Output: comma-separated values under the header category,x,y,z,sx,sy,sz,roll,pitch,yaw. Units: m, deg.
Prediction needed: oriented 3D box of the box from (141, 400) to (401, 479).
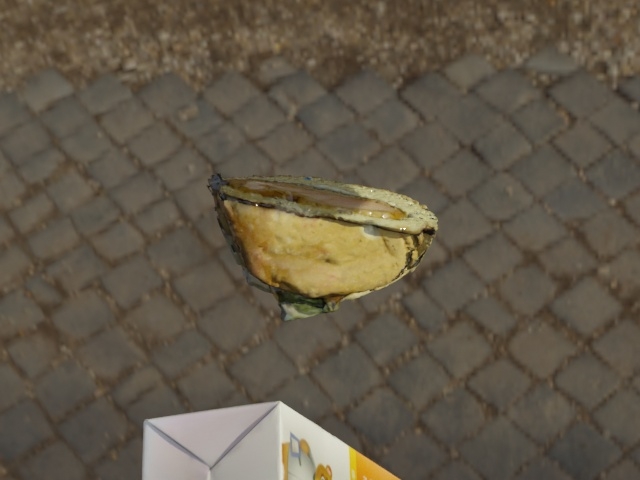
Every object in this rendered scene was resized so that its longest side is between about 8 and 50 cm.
category,x,y,z,sx,sy,sz,roll,pitch,yaw
box,-0.032,0.306,1.402,0.143,0.341,0.225,-10,65,19

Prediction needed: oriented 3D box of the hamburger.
category,x,y,z,sx,sy,sz,roll,pitch,yaw
hamburger,-0.006,0.005,1.126,0.176,0.102,0.087,8,29,-9
